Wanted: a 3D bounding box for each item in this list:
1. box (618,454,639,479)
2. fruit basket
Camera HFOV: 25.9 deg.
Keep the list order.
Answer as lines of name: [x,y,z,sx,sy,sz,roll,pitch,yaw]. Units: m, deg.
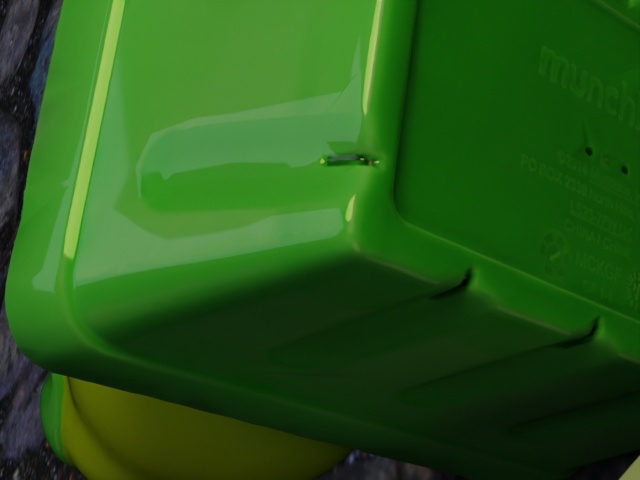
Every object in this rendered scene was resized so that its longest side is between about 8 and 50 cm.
box: [0.163,0.222,0.543,0.243,0.117,0.213,-59,29,30]
fruit basket: [0.000,0.000,0.709,0.392,0.392,0.283,-19,59,60]
